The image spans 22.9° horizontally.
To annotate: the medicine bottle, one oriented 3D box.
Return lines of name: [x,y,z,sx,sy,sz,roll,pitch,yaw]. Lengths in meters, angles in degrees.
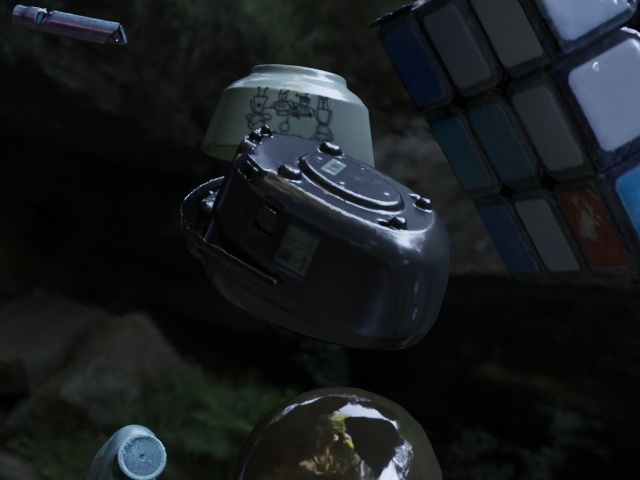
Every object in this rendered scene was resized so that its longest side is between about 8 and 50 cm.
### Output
medicine bottle: [-0.177,0.213,1.409,0.054,0.090,0.208,20,-23,-9]

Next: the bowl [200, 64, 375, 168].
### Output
bowl: [-0.033,-0.146,1.890,0.212,0.112,0.211,7,-2,0]

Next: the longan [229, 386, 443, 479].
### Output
longan: [0.014,0.289,1.762,0.258,0.258,0.258,23,-13,6]

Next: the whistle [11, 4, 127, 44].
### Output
whistle: [-0.338,-0.288,2.116,0.177,0.033,0.033,13,-17,23]

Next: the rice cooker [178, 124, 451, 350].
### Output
rice cooker: [-0.001,0.000,1.149,0.203,0.118,0.142,26,26,11]

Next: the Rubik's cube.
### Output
Rubik's cube: [0.327,-0.179,1.683,0.358,0.363,0.362,62,-19,-2]
